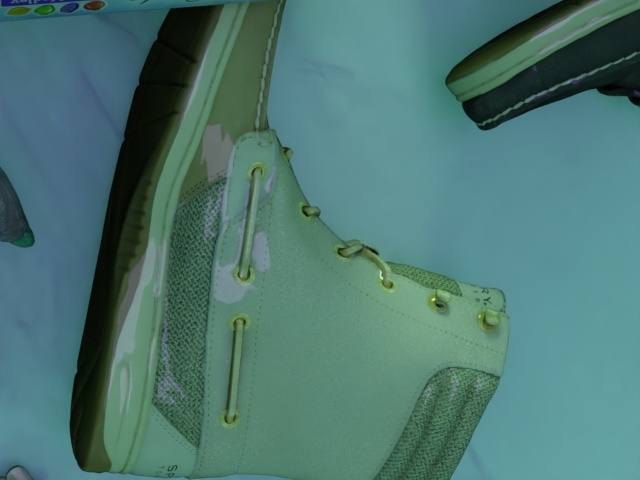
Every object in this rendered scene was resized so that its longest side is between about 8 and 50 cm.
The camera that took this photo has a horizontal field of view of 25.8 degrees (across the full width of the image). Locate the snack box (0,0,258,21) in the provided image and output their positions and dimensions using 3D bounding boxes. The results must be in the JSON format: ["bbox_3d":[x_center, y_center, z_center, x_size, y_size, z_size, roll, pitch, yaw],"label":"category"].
[{"bbox_3d":[-0.064,-0.187,0.491,0.174,0.070,0.207,-7,76,-16],"label":"snack box"}]

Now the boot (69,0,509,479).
[{"bbox_3d":[0.000,0.000,0.562,0.165,0.077,0.213,13,92,-19],"label":"boot"}]

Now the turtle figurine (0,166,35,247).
[{"bbox_3d":[-0.228,0.017,0.478,0.234,0.118,0.175,-36,104,-16],"label":"turtle figurine"}]

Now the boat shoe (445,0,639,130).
[{"bbox_3d":[0.161,-0.089,0.598,0.223,0.080,0.073,-26,97,-17],"label":"boat shoe"}]

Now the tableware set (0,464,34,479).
[{"bbox_3d":[-0.157,0.180,0.560,0.169,0.020,0.141,-22,102,-14],"label":"tableware set"}]
